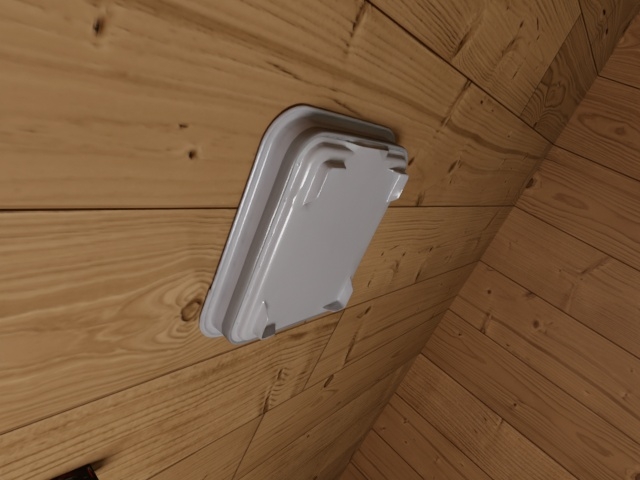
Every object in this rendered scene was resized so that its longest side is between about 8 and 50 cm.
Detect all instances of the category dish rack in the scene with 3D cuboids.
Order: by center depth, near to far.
[{"bbox_3d":[0.000,0.000,0.570,0.286,0.072,0.332,-7,127,-52],"label":"dish rack"}]

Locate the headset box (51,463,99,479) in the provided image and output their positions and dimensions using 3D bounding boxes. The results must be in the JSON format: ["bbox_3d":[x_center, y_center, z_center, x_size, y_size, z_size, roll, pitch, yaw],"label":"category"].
[{"bbox_3d":[-0.302,0.312,0.480,0.083,0.062,0.032,5,117,-56],"label":"headset box"}]
